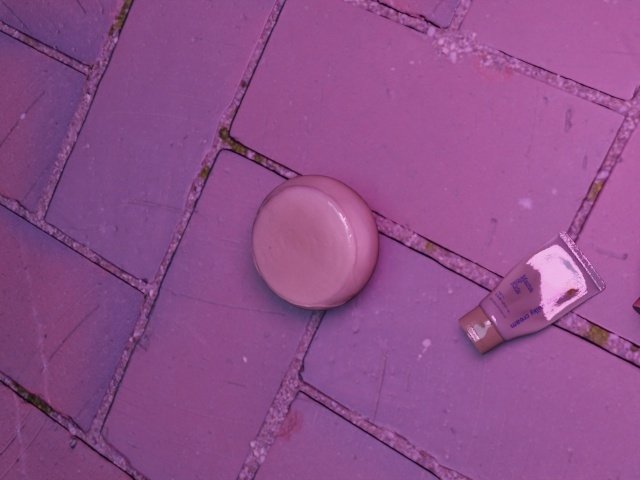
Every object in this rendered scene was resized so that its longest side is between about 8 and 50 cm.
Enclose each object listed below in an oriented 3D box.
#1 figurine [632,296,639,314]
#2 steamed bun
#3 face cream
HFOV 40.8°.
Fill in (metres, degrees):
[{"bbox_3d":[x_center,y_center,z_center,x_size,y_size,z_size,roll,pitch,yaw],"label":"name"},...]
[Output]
[{"bbox_3d":[0.543,-0.001,1.233,0.161,0.158,0.276,13,93,32],"label":"figurine"},{"bbox_3d":[0.000,0.000,1.474,0.231,0.145,0.232,7,104,29],"label":"steamed bun"},{"bbox_3d":[0.331,0.091,1.380,0.224,0.070,0.114,-36,75,9],"label":"face cream"}]
